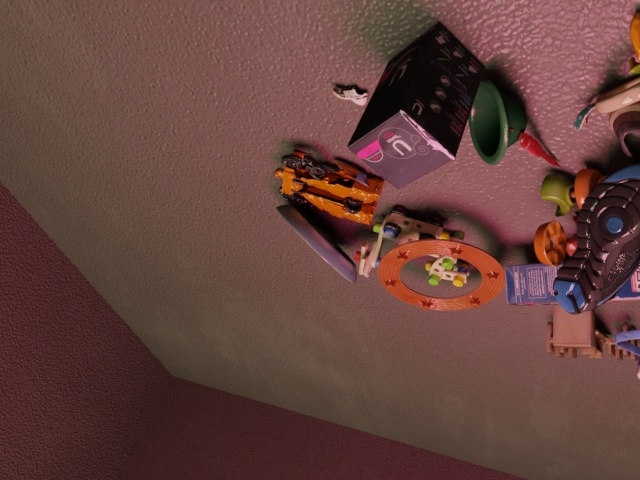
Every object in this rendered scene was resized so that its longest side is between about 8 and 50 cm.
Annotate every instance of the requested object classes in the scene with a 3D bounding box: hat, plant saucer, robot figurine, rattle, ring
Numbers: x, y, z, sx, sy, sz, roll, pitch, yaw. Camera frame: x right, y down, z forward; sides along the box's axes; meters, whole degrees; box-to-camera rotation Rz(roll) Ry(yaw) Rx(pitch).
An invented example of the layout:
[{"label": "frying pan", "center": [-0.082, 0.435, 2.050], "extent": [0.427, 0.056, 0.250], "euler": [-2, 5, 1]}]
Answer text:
[{"label": "hat", "center": [0.422, -0.253, 1.226], "extent": [0.184, 0.172, 0.208], "euler": [-12, 161, -5]}, {"label": "plant saucer", "center": [0.000, 0.000, 1.725], "extent": [0.317, 0.044, 0.317], "euler": [45, -177, -3]}, {"label": "robot figurine", "center": [0.017, -0.147, 1.610], "extent": [0.291, 0.085, 0.211], "euler": [21, 147, 5]}, {"label": "rattle", "center": [0.522, -0.296, 1.086], "extent": [0.143, 0.130, 0.200], "euler": [45, 170, -11]}, {"label": "ring", "center": [0.320, 0.107, 1.591], "extent": [0.337, 0.032, 0.336], "euler": [7, 144, 5]}]

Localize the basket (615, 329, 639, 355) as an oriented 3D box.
[{"label": "basket", "center": [0.934, 0.269, 1.492], "extent": [0.289, 0.200, 0.255], "euler": [29, 149, -25]}]

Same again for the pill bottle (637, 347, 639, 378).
[{"label": "pill bottle", "center": [0.928, 0.333, 1.661], "extent": [0.067, 0.120, 0.067], "euler": [17, 146, 12]}]

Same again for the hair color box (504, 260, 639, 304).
[{"label": "hair color box", "center": [0.656, 0.103, 1.462], "extent": [0.348, 0.105, 0.174], "euler": [-9, 169, 41]}]

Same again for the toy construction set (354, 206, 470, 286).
[{"label": "toy construction set", "center": [0.259, 0.027, 1.657], "extent": [0.328, 0.151, 0.215], "euler": [5, 144, 10]}]

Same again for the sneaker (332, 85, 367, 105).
[{"label": "sneaker", "center": [0.069, -0.340, 1.358], "extent": [0.084, 0.031, 0.036], "euler": [18, 133, 2]}]

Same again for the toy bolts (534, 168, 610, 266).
[{"label": "toy bolts", "center": [0.599, -0.024, 1.302], "extent": [0.229, 0.218, 0.159], "euler": [36, 156, -34]}]

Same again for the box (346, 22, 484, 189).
[{"label": "box", "center": [0.190, -0.262, 1.160], "extent": [0.143, 0.270, 0.165], "euler": [37, 145, -19]}]

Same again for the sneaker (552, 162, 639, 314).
[{"label": "sneaker", "center": [0.598, -0.004, 1.212], "extent": [0.140, 0.125, 0.340], "euler": [-5, 127, -30]}]

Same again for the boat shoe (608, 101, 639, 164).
[{"label": "boat shoe", "center": [0.674, -0.155, 1.158], "extent": [0.285, 0.092, 0.103], "euler": [35, 143, -17]}]

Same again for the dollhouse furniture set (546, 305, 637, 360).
[{"label": "dollhouse furniture set", "center": [0.749, 0.238, 1.673], "extent": [0.212, 0.160, 0.242], "euler": [-7, 158, 39]}]
